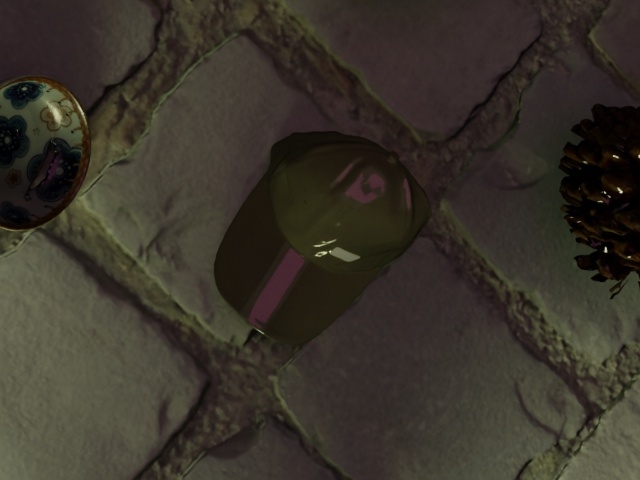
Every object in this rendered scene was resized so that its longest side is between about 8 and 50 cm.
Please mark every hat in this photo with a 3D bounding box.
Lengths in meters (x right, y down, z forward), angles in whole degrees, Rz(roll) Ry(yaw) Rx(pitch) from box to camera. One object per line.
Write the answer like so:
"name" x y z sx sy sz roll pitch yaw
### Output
"hat" 0.000 0.000 1.265 0.166 0.144 0.173 35 54 -8

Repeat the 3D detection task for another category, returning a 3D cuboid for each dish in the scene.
"dish" -0.284 -0.084 1.221 0.141 0.078 0.141 -19 116 -45

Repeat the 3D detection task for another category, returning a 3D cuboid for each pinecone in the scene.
"pinecone" 0.338 -0.037 1.325 0.221 0.221 0.221 2 84 -16
